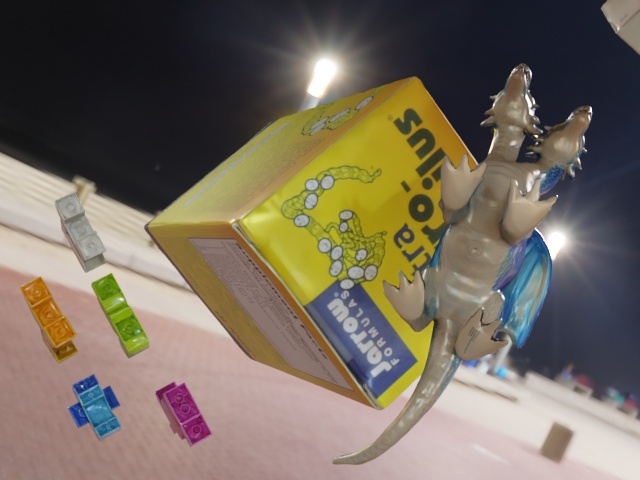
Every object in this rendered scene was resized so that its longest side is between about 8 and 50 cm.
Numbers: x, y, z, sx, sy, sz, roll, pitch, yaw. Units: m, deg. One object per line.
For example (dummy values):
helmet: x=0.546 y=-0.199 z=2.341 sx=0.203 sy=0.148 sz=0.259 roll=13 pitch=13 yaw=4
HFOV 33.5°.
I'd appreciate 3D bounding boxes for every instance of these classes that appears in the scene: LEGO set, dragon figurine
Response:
LEGO set: x=-0.186 y=0.087 z=0.881 sx=0.227 sy=0.087 sz=0.093 roll=60 pitch=-19 yaw=9
dragon figurine: x=0.105 y=0.022 z=0.707 sx=0.085 sy=0.289 sz=0.144 roll=20 pitch=5 yaw=19

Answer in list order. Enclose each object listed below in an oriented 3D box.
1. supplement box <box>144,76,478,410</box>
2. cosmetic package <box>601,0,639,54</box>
supplement box: x=0.000 y=0.000 z=0.989 sx=0.194 sy=0.195 sz=0.356 roll=53 pitch=-16 yaw=-13
cosmetic package: x=0.217 y=-0.103 z=0.602 sx=0.115 sy=0.041 sz=0.060 roll=37 pitch=24 yaw=-14
